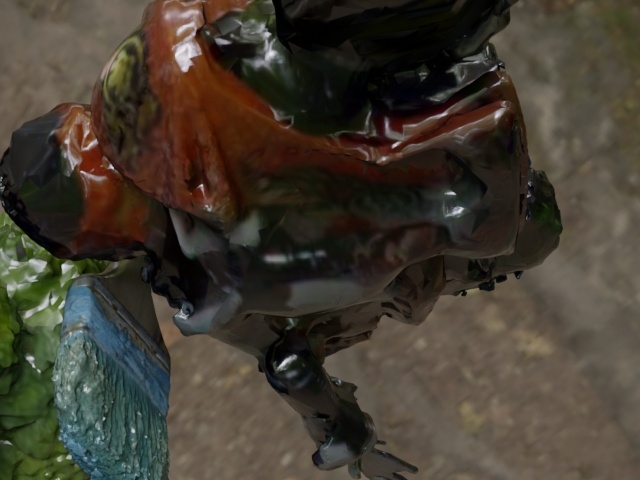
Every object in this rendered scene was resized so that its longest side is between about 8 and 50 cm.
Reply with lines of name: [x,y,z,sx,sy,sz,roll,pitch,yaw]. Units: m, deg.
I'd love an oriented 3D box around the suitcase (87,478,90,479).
suitcase: [-0.234,0.143,1.069,0.188,0.345,0.339,-4,100,0]

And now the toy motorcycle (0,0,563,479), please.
toy motorcycle: [0.000,0.000,0.700,0.207,0.401,0.134,-17,64,5]

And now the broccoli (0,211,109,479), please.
broccoli: [-0.251,0.049,0.786,0.302,0.186,0.254,26,48,30]

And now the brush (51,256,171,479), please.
brush: [-0.077,0.016,0.687,0.070,0.021,0.196,52,28,-39]
